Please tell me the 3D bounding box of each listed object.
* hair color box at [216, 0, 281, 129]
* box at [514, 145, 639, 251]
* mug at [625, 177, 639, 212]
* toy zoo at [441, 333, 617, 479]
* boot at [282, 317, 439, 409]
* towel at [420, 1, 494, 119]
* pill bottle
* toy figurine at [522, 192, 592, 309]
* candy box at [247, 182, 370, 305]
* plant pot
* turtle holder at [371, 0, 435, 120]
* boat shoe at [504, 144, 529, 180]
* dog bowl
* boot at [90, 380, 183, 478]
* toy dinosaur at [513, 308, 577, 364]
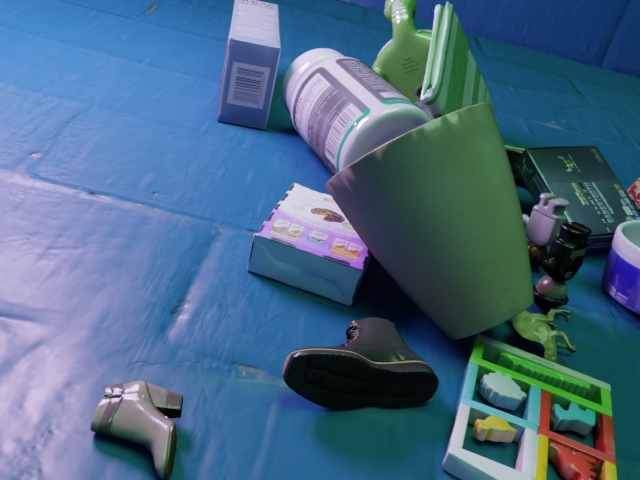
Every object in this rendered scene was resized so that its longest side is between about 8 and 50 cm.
[{"bbox_3d":[-0.162,-0.416,1.605,0.114,0.185,0.374,9,30,-9],"label":"hair color box"},{"bbox_3d":[0.518,-0.086,1.395,0.184,0.059,0.232,-5,55,-21],"label":"box"},{"bbox_3d":[0.700,-0.041,1.433,0.169,0.113,0.150,41,-1,23],"label":"mug"},{"bbox_3d":[0.256,0.234,0.845,0.193,0.030,0.293,20,30,9],"label":"toy zoo"},{"bbox_3d":[0.032,0.140,0.874,0.198,0.076,0.137,16,22,-27],"label":"boot"},{"bbox_3d":[0.280,-0.272,1.393,0.038,0.325,0.247,-4,60,29],"label":"towel"},{"bbox_3d":[0.063,-0.240,1.389,0.204,0.204,0.361,-1,34,-26],"label":"pill bottle"},{"bbox_3d":[0.318,0.004,1.166,0.213,0.148,0.209,11,24,-2],"label":"toy figurine"},{"bbox_3d":[0.000,0.000,1.087,0.165,0.070,0.196,19,30,7],"label":"candy box"},{"bbox_3d":[0.179,-0.010,0.988,0.257,0.257,0.273,-22,86,-47],"label":"plant pot"},{"bbox_3d":[0.214,-0.382,1.620,0.320,0.243,0.227,41,26,-11],"label":"turtle holder"},{"bbox_3d":[0.504,-0.159,1.572,0.258,0.095,0.095,24,22,14],"label":"boat shoe"},{"bbox_3d":[0.629,0.060,1.199,0.265,0.104,0.265,8,22,-3],"label":"dog bowl"},{"bbox_3d":[-0.189,0.190,0.713,0.087,0.042,0.118,5,29,-6],"label":"boot"},{"bbox_3d":[0.320,0.124,1.041,0.093,0.053,0.183,-1,33,-24],"label":"toy dinosaur"}]
